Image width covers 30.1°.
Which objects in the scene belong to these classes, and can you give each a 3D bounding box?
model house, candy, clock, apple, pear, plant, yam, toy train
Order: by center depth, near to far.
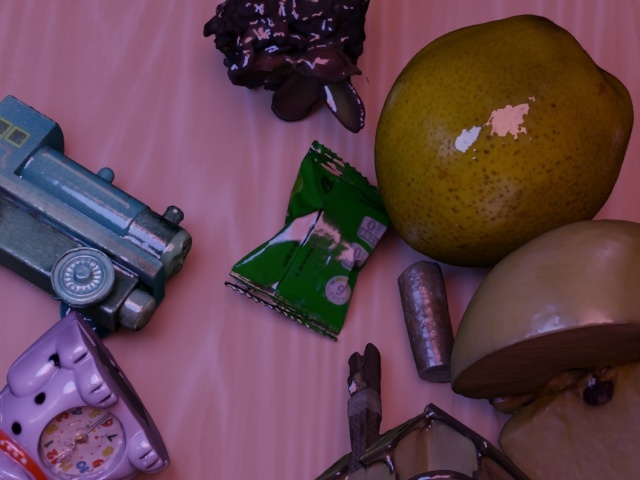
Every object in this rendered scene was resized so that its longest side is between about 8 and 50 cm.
[{"bbox_3d":[-0.305,0.215,1.212,0.254,0.189,0.189,-33,72,-10],"label":"clock"},{"bbox_3d":[0.287,0.114,1.229,0.295,0.258,0.233,42,48,-13],"label":"apple"},{"bbox_3d":[0.111,0.240,1.254,0.205,0.218,0.279,-34,29,22],"label":"model house"},{"bbox_3d":[0.191,-0.107,1.319,0.294,0.294,0.294,1,67,-3],"label":"pear"},{"bbox_3d":[-0.290,-0.021,1.335,0.298,0.120,0.194,30,63,9],"label":"toy train"},{"bbox_3d":[0.122,0.092,1.345,0.054,0.054,0.132,-7,67,-7],"label":"yam"},{"bbox_3d":[-0.001,-0.002,1.367,0.141,0.078,0.203,26,73,8],"label":"candy"},{"bbox_3d":[-0.033,-0.253,1.421,0.204,0.178,0.234,15,77,-9],"label":"plant"}]
